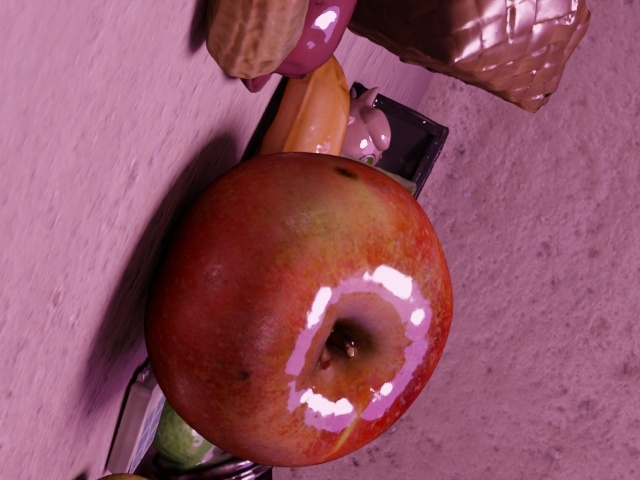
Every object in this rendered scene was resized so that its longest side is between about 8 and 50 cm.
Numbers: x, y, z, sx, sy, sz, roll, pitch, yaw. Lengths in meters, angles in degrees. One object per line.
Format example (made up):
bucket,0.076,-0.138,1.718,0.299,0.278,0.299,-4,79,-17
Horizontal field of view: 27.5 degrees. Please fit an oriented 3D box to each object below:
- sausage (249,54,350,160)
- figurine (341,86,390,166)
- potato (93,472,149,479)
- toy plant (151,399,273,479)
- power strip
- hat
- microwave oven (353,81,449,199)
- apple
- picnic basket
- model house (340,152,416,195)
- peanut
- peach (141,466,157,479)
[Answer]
sausage,-0.041,-0.077,1.612,0.353,0.116,0.134,-68,162,2
figurine,0.045,-0.151,1.941,0.125,0.125,0.138,-56,168,-52
potato,-0.253,0.377,1.482,0.169,0.144,0.248,95,17,-48
toy plant,-0.152,0.279,1.843,0.218,0.175,0.235,-38,118,-60
power strip,-0.222,0.217,1.626,0.081,0.035,0.192,-57,171,-49
hat,-0.015,-0.228,1.302,0.205,0.089,0.205,-63,175,-11
microwave oven,0.083,-0.107,2.171,0.247,0.178,0.188,-63,174,-9
apple,-0.026,0.070,1.416,0.349,0.277,0.348,-14,117,-29
picnic basket,0.184,-0.343,1.500,0.337,0.293,0.337,-38,142,-38
model house,0.000,0.000,1.834,0.170,0.194,0.211,-60,171,-55
peanut,-0.046,-0.219,1.103,0.093,0.083,0.194,-39,159,-43
peach,-0.236,0.405,1.962,0.179,0.103,0.179,-61,175,-8
